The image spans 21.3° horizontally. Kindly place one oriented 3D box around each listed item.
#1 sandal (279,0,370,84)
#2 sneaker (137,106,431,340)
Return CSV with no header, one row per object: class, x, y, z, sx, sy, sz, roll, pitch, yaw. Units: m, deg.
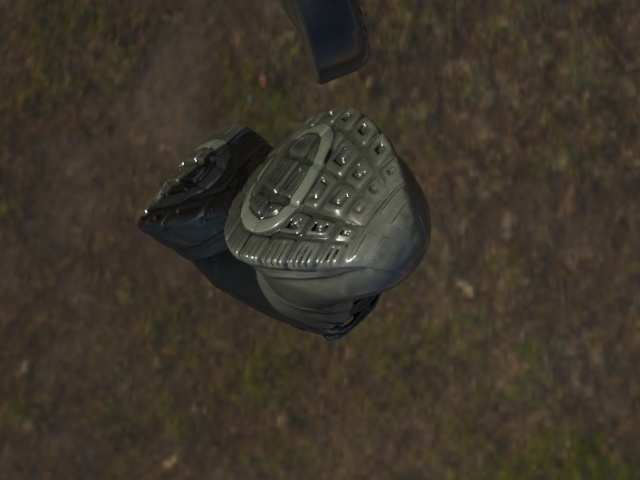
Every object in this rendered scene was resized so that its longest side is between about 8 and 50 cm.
sandal,-0.026,-0.096,0.382,0.040,0.179,0.067,-19,130,5
sneaker,0.000,0.000,0.989,0.130,0.286,0.109,45,79,-20
